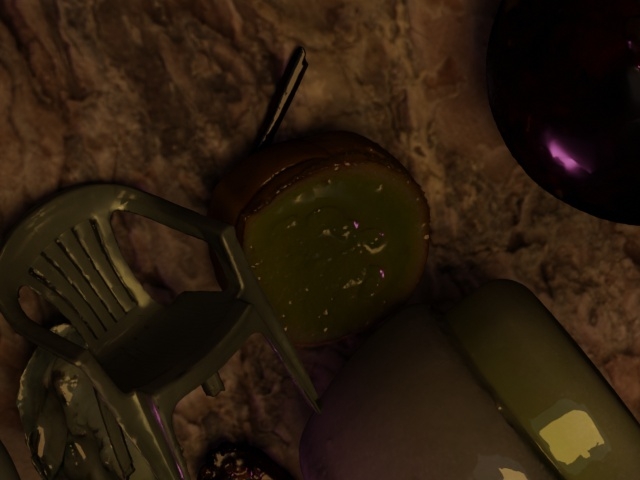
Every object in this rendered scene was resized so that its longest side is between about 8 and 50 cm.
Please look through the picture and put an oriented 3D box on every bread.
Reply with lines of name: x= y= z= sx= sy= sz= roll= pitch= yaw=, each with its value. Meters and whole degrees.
bread: x=0.000 y=0.000 z=1.415 sx=0.236 sy=0.070 sz=0.236 roll=-12 pitch=126 yaw=-18

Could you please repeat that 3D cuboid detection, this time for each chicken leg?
chicken leg: x=-0.054 y=0.315 z=1.561 sx=0.106 sy=0.051 sz=0.253 roll=-22 pitch=119 yaw=-3

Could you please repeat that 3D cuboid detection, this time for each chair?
chair: x=-0.161 y=0.095 z=1.330 sx=0.203 sy=0.190 sz=0.275 roll=-40 pitch=124 yaw=-31

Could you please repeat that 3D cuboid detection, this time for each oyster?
oyster: x=-0.213 y=0.197 z=1.430 sx=0.252 sy=0.087 sz=0.199 roll=28 pitch=76 yaw=-48

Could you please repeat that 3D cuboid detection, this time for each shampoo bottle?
shampoo bottle: x=0.150 y=0.219 z=1.441 sx=0.317 sy=0.322 sz=0.322 roll=-37 pitch=120 yaw=8

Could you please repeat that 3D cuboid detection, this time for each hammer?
hammer: x=-0.047 y=-0.107 z=1.402 sx=0.065 sy=0.021 sz=0.178 roll=18 pitch=102 yaw=-26

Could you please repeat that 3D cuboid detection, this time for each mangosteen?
mangosteen: x=0.309 y=-0.160 z=1.392 sx=0.306 sy=0.359 sz=0.306 roll=0 pitch=83 yaw=-1

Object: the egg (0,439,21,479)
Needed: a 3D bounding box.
egg: x=-0.382 y=0.285 z=1.324 sx=0.230 sy=0.230 sz=0.371 roll=-16 pitch=122 yaw=-13
